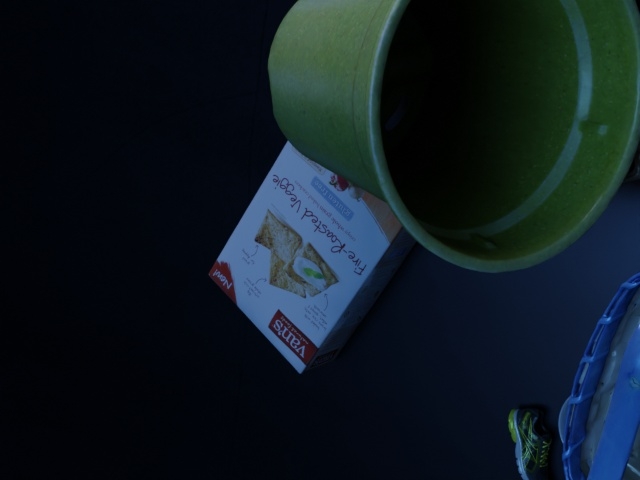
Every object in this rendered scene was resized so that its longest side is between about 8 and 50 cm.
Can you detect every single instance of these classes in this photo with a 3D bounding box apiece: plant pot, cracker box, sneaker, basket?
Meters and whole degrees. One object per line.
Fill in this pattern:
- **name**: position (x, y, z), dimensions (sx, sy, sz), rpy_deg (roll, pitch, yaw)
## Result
- **plant pot**: position (0.091, -0.133, 1.096), dimensions (0.254, 0.276, 0.276), rpy_deg (20, 113, 58)
- **cracker box**: position (0.000, 0.000, 1.310), dimensions (0.156, 0.067, 0.232), rpy_deg (45, 123, 21)
- **sneaker**: position (0.206, 0.199, 1.225), dimensions (0.035, 0.031, 0.083), rpy_deg (-19, 88, 37)
- **basket**: position (0.282, 0.152, 0.996), dimensions (0.201, 0.289, 0.254), rpy_deg (27, 113, 29)

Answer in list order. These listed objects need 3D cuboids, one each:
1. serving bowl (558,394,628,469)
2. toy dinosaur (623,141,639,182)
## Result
- **serving bowl**: position (0.263, 0.172, 1.179), dimensions (0.083, 0.027, 0.083), rpy_deg (8, 104, 35)
- **toy dinosaur**: position (0.279, -0.087, 1.097), dimensions (0.093, 0.053, 0.183), rpy_deg (-37, 77, 34)
